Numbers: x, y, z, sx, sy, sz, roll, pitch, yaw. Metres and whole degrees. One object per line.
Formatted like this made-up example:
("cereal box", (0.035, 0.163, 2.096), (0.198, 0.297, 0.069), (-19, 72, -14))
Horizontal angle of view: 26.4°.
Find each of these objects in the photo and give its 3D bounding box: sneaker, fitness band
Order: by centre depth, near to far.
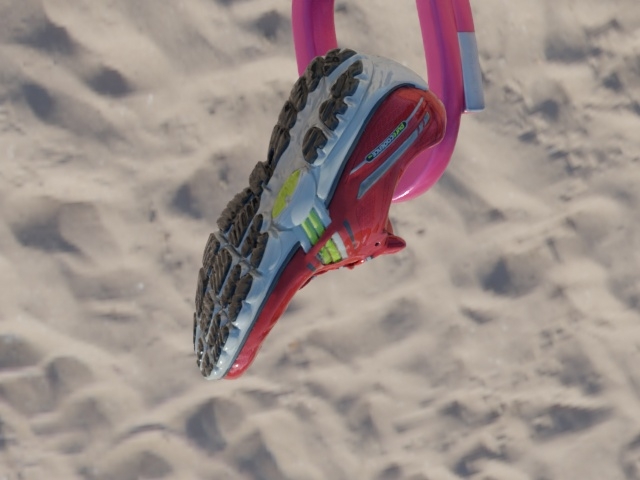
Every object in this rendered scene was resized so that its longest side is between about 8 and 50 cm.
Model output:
("sneaker", (0.000, 0.000, 0.981), (0.118, 0.107, 0.279), (20, 115, -27))
("fitness band", (0.058, -0.181, 1.334), (0.054, 0.291, 0.209), (-5, 175, -43))
